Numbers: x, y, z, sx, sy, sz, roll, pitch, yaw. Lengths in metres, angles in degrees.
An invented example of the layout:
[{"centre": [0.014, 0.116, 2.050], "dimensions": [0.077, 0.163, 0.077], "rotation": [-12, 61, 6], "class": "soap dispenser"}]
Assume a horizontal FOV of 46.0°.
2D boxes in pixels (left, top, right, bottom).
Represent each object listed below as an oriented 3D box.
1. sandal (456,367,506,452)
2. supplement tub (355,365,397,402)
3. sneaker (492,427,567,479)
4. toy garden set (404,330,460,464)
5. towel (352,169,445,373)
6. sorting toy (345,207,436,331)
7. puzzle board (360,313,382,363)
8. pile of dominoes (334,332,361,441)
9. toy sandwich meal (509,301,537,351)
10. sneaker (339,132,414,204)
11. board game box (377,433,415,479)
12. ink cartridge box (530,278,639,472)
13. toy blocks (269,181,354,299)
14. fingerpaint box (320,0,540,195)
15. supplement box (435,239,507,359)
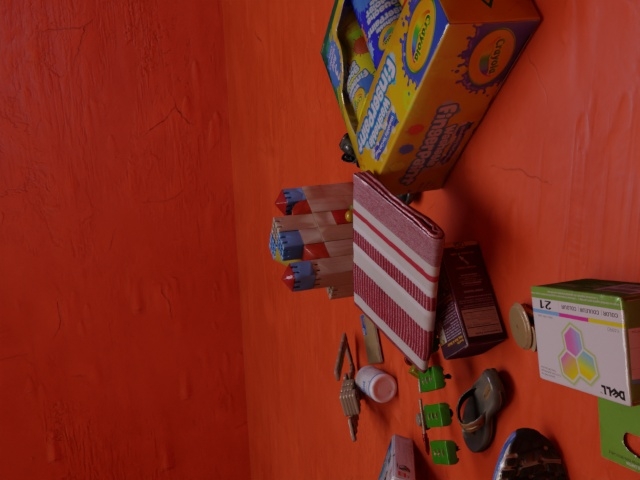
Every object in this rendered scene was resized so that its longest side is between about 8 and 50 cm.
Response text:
[{"centre": [0.279, 0.308, 1.353], "dimensions": [0.219, 0.060, 0.090], "rotation": [95, 160, -51], "class": "sandal"}, {"centre": [0.134, 0.346, 1.818], "dimensions": [0.107, 0.071, 0.071], "rotation": [-174, 77, -72], "class": "supplement tub"}, {"centre": [0.304, 0.456, 1.215], "dimensions": [0.147, 0.130, 0.329], "rotation": [-140, 55, -76], "class": "sneaker"}, {"centre": [0.224, 0.307, 1.470], "dimensions": [0.204, 0.049, 0.244], "rotation": [115, 148, -74], "class": "toy garden set"}, {"centre": [0.137, 0.058, 1.372], "dimensions": [0.237, 0.037, 0.328], "rotation": [46, 148, 42], "class": "towel"}, {"centre": [0.145, 0.042, 1.575], "dimensions": [0.127, 0.126, 0.365], "rotation": [108, 151, -53], "class": "sorting toy"}, {"centre": [0.129, 0.245, 1.896], "dimensions": [0.096, 0.011, 0.128], "rotation": [142, 120, -71], "class": "puzzle board"}, {"centre": [0.088, 0.368, 1.922], "dimensions": [0.251, 0.040, 0.195], "rotation": [-67, -37, -71], "class": "pile of dominoes"}, {"centre": [0.328, 0.136, 1.196], "dimensions": [0.085, 0.029, 0.085], "rotation": [170, 90, -84], "class": "toy sandwich meal"}, {"centre": [0.114, -0.161, 1.585], "dimensions": [0.087, 0.130, 0.227], "rotation": [116, 142, -49], "class": "sneaker"}, {"centre": [0.141, 0.611, 1.672], "dimensions": [0.193, 0.053, 0.305], "rotation": [-66, -8, -77], "class": "board game box"}, {"centre": [0.371, 0.184, 0.960], "dimensions": [0.189, 0.097, 0.255], "rotation": [-179, 83, -72], "class": "ink cartridge box"}, {"centre": [0.000, 0.000, 1.791], "dimensions": [0.190, 0.261, 0.381], "rotation": [101, 155, -45], "class": "toy blocks"}, {"centre": [0.155, -0.352, 1.322], "dimensions": [0.444, 0.163, 0.371], "rotation": [112, 146, -58], "class": "fingerpaint box"}, {"centre": [0.249, 0.106, 1.339], "dimensions": [0.104, 0.081, 0.188], "rotation": [122, 138, -63], "class": "supplement box"}]
